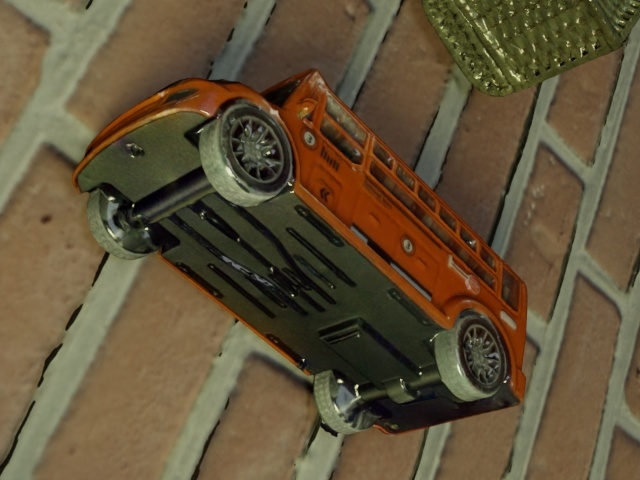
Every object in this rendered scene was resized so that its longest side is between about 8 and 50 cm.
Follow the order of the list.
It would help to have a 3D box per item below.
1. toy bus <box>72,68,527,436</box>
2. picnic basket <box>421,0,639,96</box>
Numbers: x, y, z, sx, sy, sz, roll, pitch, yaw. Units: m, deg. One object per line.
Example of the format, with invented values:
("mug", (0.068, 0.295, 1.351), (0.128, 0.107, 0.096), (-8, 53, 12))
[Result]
("toy bus", (0.000, 0.000, 0.726), (0.329, 0.143, 0.153), (40, 47, -27))
("picnic basket", (0.201, -0.238, 0.940), (0.134, 0.154, 0.196), (52, 48, -14))
